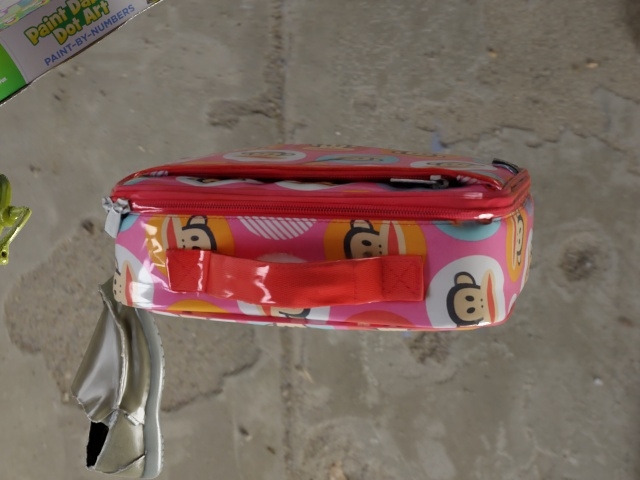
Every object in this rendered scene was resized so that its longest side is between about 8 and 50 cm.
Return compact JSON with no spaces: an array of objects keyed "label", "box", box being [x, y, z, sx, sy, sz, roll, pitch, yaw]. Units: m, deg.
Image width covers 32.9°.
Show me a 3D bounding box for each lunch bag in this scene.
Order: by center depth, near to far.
[{"label":"lunch bag","box":[0.000,0.000,0.783,0.293,0.258,0.120,2,101,16]}]

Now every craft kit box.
[{"label":"craft kit box","box":[-0.251,-0.206,0.958,0.247,0.250,0.061,-36,120,-21]}]

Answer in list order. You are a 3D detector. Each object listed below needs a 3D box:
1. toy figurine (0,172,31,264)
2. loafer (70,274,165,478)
[{"label":"toy figurine","box":[-0.442,0.073,0.971,0.217,0.191,0.362,25,89,-27]},{"label":"loafer","box":[-0.213,0.150,1.123,0.088,0.094,0.251,-9,117,-20]}]
